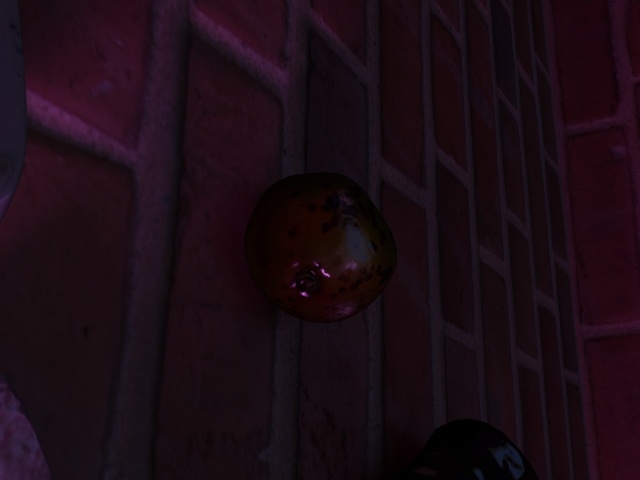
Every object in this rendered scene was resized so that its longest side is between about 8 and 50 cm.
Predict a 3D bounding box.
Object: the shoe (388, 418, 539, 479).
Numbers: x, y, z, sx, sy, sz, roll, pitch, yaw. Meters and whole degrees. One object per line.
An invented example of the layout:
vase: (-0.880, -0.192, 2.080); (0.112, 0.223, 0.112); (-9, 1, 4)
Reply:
shoe: (0.177, 0.347, 0.929); (0.384, 0.171, 0.237); (46, 51, -47)

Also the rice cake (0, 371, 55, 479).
rice cake: (-0.173, 0.266, 0.457); (0.070, 0.064, 0.399); (-27, 105, -48)

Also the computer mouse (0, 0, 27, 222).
computer mouse: (-0.254, -0.116, 0.402); (0.159, 0.097, 0.289); (11, 60, -57)

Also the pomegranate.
pomegranate: (0.000, 0.000, 0.766); (0.205, 0.159, 0.159); (-94, 163, -69)
